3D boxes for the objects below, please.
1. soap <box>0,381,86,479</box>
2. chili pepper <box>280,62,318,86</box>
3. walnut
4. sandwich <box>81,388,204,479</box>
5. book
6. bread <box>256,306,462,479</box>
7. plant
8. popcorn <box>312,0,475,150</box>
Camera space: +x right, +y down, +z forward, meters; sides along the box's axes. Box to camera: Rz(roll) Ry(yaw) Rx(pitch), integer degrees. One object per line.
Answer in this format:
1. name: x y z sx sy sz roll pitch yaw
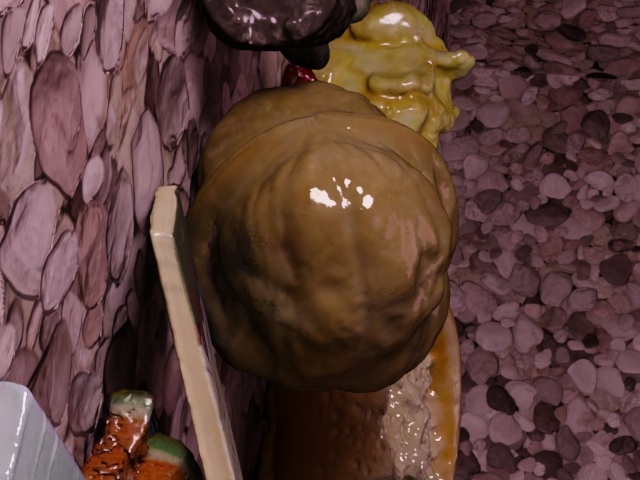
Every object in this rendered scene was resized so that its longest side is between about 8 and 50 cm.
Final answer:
1. soap: -0.188 0.188 0.789 0.230 0.091 0.145 79 20 -58
2. chili pepper: -0.023 -0.026 1.630 0.110 0.110 0.387 -67 158 -61
3. walnut: 0.000 0.001 1.299 0.282 0.253 0.277 -72 165 -51
4. sandwich: -0.137 0.235 1.091 0.159 0.079 0.235 20 71 -77
5. book: -0.098 0.108 1.140 0.201 0.026 0.289 -115 -167 -76
6. bread: 0.041 0.252 1.744 0.329 0.245 0.424 24 73 -77
7. plant: -0.029 -0.244 1.303 0.274 0.149 0.146 -18 114 -83
8. popcorn: 0.062 -0.168 1.694 0.195 0.255 0.256 40 10 -30
